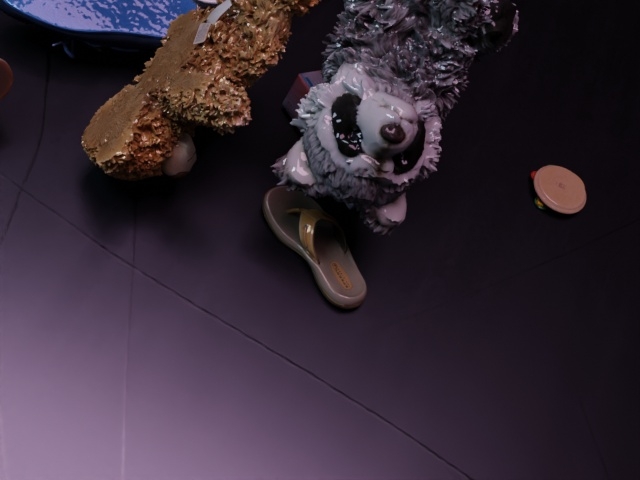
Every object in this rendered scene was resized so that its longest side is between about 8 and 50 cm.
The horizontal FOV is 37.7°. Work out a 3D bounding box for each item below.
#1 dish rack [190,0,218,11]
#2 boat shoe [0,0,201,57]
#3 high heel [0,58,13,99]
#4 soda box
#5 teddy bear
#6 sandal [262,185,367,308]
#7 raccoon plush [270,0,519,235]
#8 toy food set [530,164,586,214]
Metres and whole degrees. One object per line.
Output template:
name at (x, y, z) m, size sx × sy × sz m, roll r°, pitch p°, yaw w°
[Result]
dish rack at (-0.131, -0.457, 1.353) m, size 0.332 × 0.072 × 0.285 m, roll -32°, pitch 75°, yaw -32°
boat shoe at (-0.278, -0.270, 1.179) m, size 0.258 × 0.089 × 0.109 m, roll 15°, pitch 69°, yaw -17°
high heel at (-0.530, -0.129, 1.006) m, size 0.181 × 0.127 × 0.377 m, roll 33°, pitch 52°, yaw 30°
soda box at (0.025, -0.133, 1.208) m, size 0.058 × 0.063 × 0.183 m, roll -16°, pitch 65°, yaw -35°
teddy bear at (-0.122, -0.194, 1.074) m, size 0.113 × 0.245 × 0.338 m, roll 42°, pitch 74°, yaw -39°
sandal at (0.000, 0.000, 1.126) m, size 0.072 × 0.049 × 0.180 m, roll -25°, pitch 70°, yaw -30°
raccoon plush at (0.093, -0.182, 1.171) m, size 0.216 × 0.299 × 0.446 m, roll 26°, pitch 11°, yaw 7°
toy food set at (0.332, -0.071, 1.306) m, size 0.082 × 0.020 × 0.083 m, roll 17°, pitch 56°, yaw -9°
